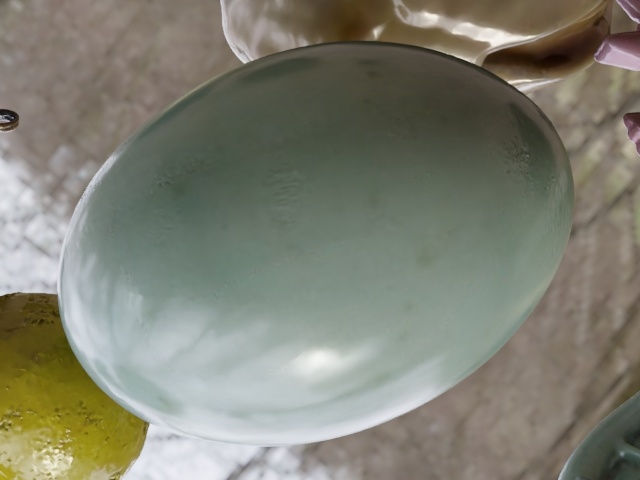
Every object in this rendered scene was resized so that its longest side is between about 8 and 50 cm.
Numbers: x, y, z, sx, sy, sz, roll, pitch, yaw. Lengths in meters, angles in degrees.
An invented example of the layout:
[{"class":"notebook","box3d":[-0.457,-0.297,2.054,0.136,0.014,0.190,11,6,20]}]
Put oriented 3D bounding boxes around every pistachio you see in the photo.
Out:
[{"class":"pistachio","box3d":[0.110,-0.257,1.833,0.365,0.445,0.281,27,141,31]}]

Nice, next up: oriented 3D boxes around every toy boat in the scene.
[{"class":"toy boat","box3d":[0.289,0.192,1.763,0.134,0.207,0.079,29,157,51]}]

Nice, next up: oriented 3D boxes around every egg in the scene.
[{"class":"egg","box3d":[0.000,0.000,1.418,0.276,0.389,0.276,162,90,-73]}]

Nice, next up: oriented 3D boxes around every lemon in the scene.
[{"class":"lemon","box3d":[-0.218,0.128,1.558,0.206,0.173,0.173,20,-161,-47]}]

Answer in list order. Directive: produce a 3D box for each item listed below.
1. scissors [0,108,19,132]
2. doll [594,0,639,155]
[{"class":"scissors","box3d":[-0.464,-0.133,2.349,0.220,0.017,0.088,-19,-139,-40]},{"class":"doll","box3d":[0.304,-0.128,1.458,0.211,0.093,0.262,37,-131,4]}]
